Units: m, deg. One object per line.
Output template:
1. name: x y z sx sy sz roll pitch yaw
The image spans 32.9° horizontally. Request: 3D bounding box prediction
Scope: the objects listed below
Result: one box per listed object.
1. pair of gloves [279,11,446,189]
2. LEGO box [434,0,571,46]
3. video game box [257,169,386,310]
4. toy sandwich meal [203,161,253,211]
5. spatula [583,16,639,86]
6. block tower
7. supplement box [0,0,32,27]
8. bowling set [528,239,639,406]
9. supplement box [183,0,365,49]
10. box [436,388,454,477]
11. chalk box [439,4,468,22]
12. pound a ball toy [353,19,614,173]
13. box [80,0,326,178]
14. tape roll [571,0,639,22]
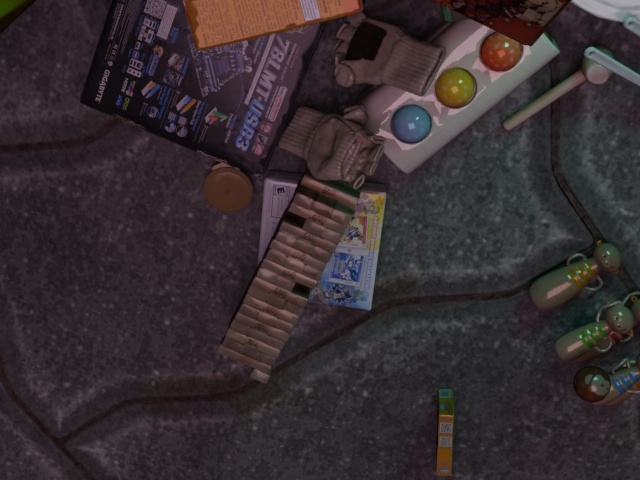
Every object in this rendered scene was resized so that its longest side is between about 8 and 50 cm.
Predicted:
1. pair of gloves: 0.046 -0.196 1.498 0.042 0.204 0.240 27 98 -42
2. LEGO box: 0.180 -0.527 1.188 0.372 0.193 0.500 25 75 -3
3. video game box: 0.000 0.000 1.685 0.187 0.048 0.205 9 116 4
4. toy sandwich meal: -0.143 -0.084 1.671 0.085 0.029 0.086 1 119 3
5. spatula: 0.473 -0.252 1.464 0.242 0.019 0.168 16 134 -39
6. block tower: -0.052 0.052 1.639 0.097 0.091 0.335 24 115 -4
7. supplement box: -0.534 -0.316 1.418 0.194 0.356 0.195 -35 107 20
8. bowling set: 0.453 0.168 1.642 0.154 0.200 0.287 -33 112 17
9. supplement box: -0.061 -0.321 1.451 0.233 0.078 0.080 -14 111 9
10. box: 0.205 0.324 1.796 0.028 0.081 0.136 3 115 4
11. chalk box: 0.206 -0.374 1.381 0.132 0.213 0.132 -10 142 10
12. pound a ball toy: 0.231 -0.212 1.515 0.319 0.136 0.208 -38 106 21
13. box: -0.163 -0.277 1.558 0.293 0.073 0.296 21 114 -5
14. tape roll: 0.414 -0.434 1.414 0.286 0.100 0.286 2 116 5
